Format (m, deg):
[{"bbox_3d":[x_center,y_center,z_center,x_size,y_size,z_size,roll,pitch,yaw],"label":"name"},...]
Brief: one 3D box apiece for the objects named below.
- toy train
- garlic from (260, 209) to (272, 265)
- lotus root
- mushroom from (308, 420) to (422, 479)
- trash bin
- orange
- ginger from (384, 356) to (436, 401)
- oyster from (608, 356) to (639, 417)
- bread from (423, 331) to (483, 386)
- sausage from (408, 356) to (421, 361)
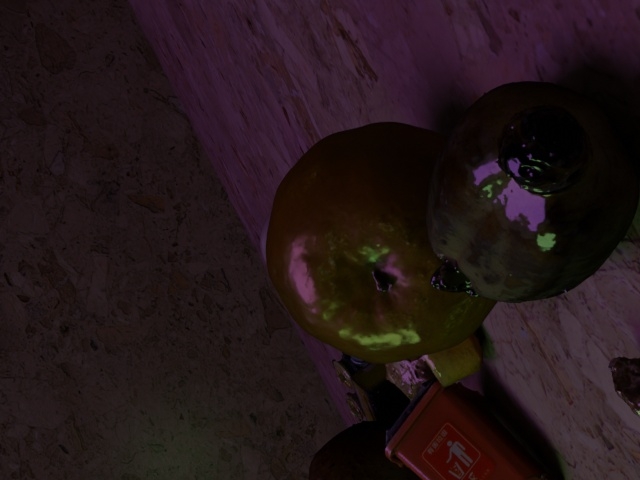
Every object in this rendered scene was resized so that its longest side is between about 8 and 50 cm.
[{"bbox_3d":[0.131,0.329,1.974,0.177,0.134,0.260,36,154,50],"label":"toy train"},{"bbox_3d":[-0.017,0.004,1.713,0.281,0.185,0.203,48,156,54],"label":"garlic"},{"bbox_3d":[0.175,-0.035,0.757,0.173,0.173,0.309,60,170,14],"label":"lotus root"},{"bbox_3d":[0.126,0.519,1.811,0.331,0.334,0.356,31,126,-2],"label":"mushroom"},{"bbox_3d":[0.238,0.337,1.357,0.184,0.161,0.239,31,-173,-45],"label":"trash bin"},{"bbox_3d":[0.076,0.000,1.022,0.235,0.279,0.279,-65,-48,-69],"label":"orange"},{"bbox_3d":[0.164,0.191,1.527,0.216,0.102,0.157,-119,38,-48],"label":"ginger"},{"bbox_3d":[0.327,0.165,0.807,0.177,0.056,0.105,51,173,31],"label":"oyster"},{"bbox_3d":[0.160,0.100,1.355,0.245,0.094,0.102,59,179,22],"label":"bread"},{"bbox_3d":[0.103,0.123,1.401,0.186,0.043,0.043,51,176,-25],"label":"sausage"}]
